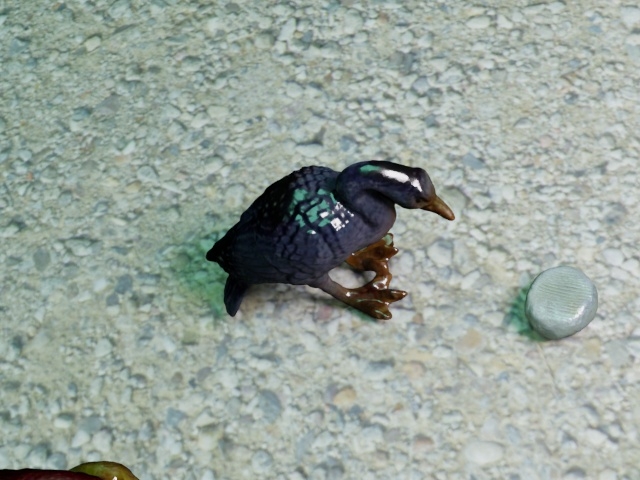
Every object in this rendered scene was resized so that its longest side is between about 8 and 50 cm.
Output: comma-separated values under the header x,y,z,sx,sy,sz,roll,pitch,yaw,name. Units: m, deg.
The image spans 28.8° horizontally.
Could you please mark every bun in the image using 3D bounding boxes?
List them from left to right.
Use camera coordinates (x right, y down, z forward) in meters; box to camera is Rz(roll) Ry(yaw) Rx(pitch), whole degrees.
x,y,z,sx,sy,sz,roll,pitch,yaw,name
0.252,0.066,1.302,0.083,0.045,0.083,-7,51,8,bun

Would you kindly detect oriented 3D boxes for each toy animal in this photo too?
x,y,z,sx,sy,sz,roll,pitch,yaw,name
0.000,0.000,1.330,0.298,0.185,0.122,-11,56,30,toy animal

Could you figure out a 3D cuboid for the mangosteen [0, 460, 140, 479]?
x,y,z,sx,sy,sz,roll,pitch,yaw,name
-0.242,0.322,1.103,0.297,0.297,0.293,3,59,16,mangosteen
